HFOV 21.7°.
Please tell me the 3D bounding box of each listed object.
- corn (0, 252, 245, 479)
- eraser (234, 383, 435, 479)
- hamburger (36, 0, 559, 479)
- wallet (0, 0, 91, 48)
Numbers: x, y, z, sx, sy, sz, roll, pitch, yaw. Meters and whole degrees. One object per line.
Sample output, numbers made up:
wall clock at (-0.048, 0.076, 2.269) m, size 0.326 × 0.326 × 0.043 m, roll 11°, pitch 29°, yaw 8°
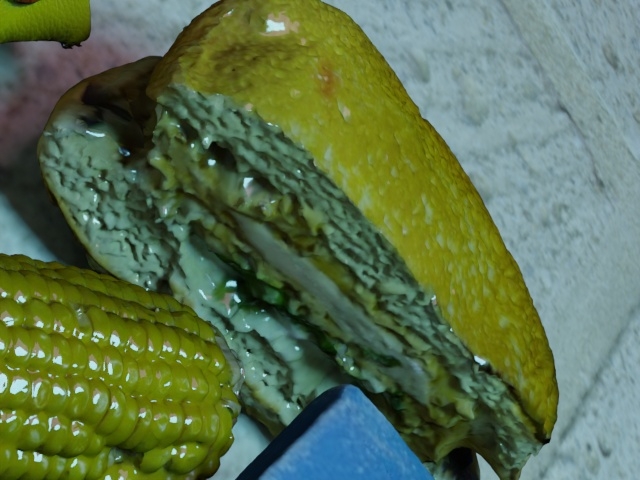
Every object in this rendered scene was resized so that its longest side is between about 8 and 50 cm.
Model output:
corn at (-0.124, 0.049, 0.602) m, size 0.261 × 0.097 × 0.097 m, roll 16°, pitch 55°, yaw -47°
eraser at (-0.025, 0.178, 0.554) m, size 0.144 × 0.042 × 0.312 m, roll 50°, pitch 37°, yaw -2°
hamburger at (0.000, 0.000, 0.764) m, size 0.283 × 0.144 × 0.157 m, roll 48°, pitch 29°, yaw -29°
wallet at (-0.174, -0.135, 0.631) m, size 0.241 × 0.067 × 0.141 m, roll -18°, pitch 118°, yaw -55°
